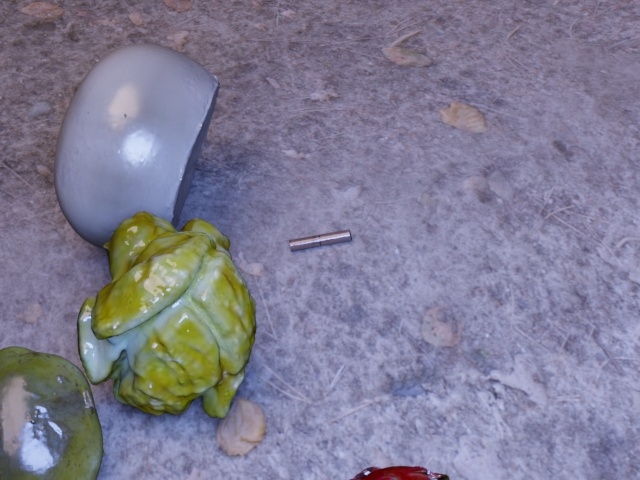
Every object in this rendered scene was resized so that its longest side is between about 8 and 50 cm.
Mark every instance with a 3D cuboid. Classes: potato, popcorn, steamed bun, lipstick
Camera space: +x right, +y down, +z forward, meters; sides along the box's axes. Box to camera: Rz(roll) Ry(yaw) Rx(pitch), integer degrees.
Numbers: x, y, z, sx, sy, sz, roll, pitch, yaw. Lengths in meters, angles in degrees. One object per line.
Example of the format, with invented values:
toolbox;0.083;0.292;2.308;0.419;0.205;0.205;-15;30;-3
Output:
potato;-0.370;0.251;1.332;0.197;0.148;0.228;18;68;-5
popcorn;-0.201;0.098;1.405;0.276;0.225;0.276;-34;32;25
steamed bun;-0.288;-0.143;1.602;0.206;0.324;0.324;19;48;-5
lipstick;0.000;0.000;1.600;0.094;0.019;0.019;-11;45;4

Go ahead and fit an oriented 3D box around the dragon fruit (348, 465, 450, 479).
dragon fruit;0.087;0.313;1.189;0.166;0.133;0.136;-11;38;6
